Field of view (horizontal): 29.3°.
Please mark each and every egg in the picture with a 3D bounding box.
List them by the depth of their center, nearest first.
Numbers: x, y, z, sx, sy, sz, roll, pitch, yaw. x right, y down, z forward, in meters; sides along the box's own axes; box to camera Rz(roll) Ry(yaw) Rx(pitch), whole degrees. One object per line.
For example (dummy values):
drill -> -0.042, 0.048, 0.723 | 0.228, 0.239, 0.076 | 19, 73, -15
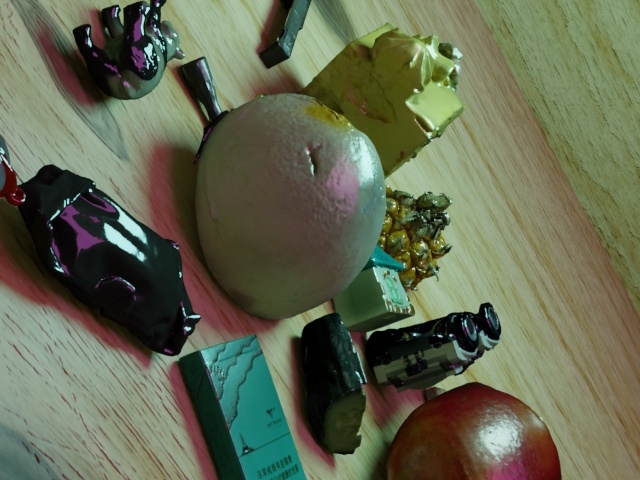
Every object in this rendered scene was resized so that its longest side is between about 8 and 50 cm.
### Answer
egg -> -0.013, -0.048, 1.737 | 0.337, 0.201, 0.337 | 5, 84, -50

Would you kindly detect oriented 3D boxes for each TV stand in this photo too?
TV stand -> -0.062, -0.392, 2.212 | 0.040, 0.049, 0.256 | 54, 28, -27

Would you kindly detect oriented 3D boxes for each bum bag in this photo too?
bum bag -> -0.248, 0.018, 1.431 | 0.326, 0.079, 0.142 | 46, 39, -47

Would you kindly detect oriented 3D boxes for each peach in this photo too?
peach -> 0.240, 0.376, 1.921 | 0.281, 0.281, 0.338 | 62, 20, -12

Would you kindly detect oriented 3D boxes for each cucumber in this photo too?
cucumber -> 0.014, 0.210, 1.817 | 0.115, 0.085, 0.193 | 113, -28, -56

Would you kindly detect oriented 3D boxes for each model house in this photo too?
model house -> 0.077, 0.070, 2.047 | 0.127, 0.100, 0.149 | 13, 57, -63

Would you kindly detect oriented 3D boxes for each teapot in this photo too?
teapot -> -0.172, -0.219, 1.842 | 0.111, 0.042, 0.043 | 68, 23, -11

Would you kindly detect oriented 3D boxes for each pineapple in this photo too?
pineapple -> 0.178, -0.001, 2.258 | 0.250, 0.164, 0.140 | 53, 35, -37

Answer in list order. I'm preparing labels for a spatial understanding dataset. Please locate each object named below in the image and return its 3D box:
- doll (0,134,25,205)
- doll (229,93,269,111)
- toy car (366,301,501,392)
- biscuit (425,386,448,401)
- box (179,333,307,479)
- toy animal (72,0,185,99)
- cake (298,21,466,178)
doll -> -0.392, -0.115, 1.237 | 0.245, 0.076, 0.142 | 47, 32, -33
doll -> -0.098, -0.146, 1.884 | 0.129, 0.081, 0.207 | 38, 37, -24
toy car -> 0.211, 0.183, 2.120 | 0.301, 0.193, 0.118 | -1, 71, -67
biscuit -> 0.260, 0.382, 2.243 | 0.265, 0.040, 0.188 | 59, 23, -19
box -> -0.095, 0.242, 1.597 | 0.161, 0.042, 0.226 | -10, 79, -67
toy animal -> -0.247, -0.262, 1.652 | 0.225, 0.093, 0.121 | -73, 146, -69
cake -> 0.112, -0.239, 2.104 | 0.222, 0.286, 0.227 | 50, 28, -2
